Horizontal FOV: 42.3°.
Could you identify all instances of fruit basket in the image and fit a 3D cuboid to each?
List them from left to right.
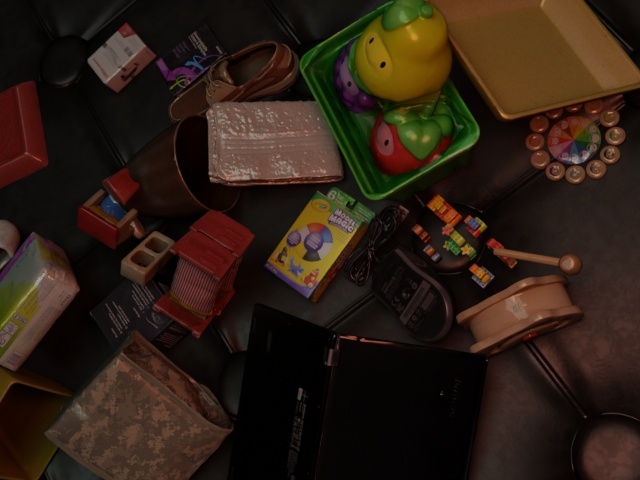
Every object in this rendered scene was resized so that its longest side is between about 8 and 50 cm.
[{"bbox_3d":[0.131,-0.289,1.555,0.283,0.392,0.392,-30,66,10],"label":"fruit basket"}]

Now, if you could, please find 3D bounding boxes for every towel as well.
[{"bbox_3d":[-0.097,-0.208,1.739,0.282,0.049,0.187,-3,72,-5],"label":"towel"}]

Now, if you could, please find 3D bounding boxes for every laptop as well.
[{"bbox_3d":[0.050,0.347,1.533,0.408,0.236,0.382,14,96,52],"label":"laptop"}]

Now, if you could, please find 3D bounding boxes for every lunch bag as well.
[{"bbox_3d":[-0.346,0.363,1.642,0.287,0.169,0.235,42,97,-9],"label":"lunch bag"}]

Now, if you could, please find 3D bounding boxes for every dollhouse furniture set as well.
[{"bbox_3d":[-0.337,0.004,1.666,0.374,0.201,0.152,30,44,8],"label":"dollhouse furniture set"}]

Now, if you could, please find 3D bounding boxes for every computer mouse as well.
[{"bbox_3d":[0.173,0.079,1.579,0.272,0.072,0.188,51,120,32],"label":"computer mouse"}]

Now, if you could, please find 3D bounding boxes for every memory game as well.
[{"bbox_3d":[0.486,-0.196,1.585,0.186,0.012,0.186,-6,73,19],"label":"memory game"}]

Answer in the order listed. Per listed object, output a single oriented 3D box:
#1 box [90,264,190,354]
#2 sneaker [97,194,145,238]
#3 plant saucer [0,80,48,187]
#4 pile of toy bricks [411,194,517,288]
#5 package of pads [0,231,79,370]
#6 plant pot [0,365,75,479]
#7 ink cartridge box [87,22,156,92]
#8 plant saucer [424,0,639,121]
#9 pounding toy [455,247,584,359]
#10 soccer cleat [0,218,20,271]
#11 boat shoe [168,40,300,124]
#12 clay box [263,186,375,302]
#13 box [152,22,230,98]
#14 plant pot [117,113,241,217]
[{"bbox_3d":[-0.376,0.166,1.762,0.158,0.093,0.156,-42,64,4],"label":"box"},{"bbox_3d":[-0.461,-0.037,1.873,0.084,0.058,0.152,-40,60,-1],"label":"sneaker"},{"bbox_3d":[-0.821,-0.257,2.086,0.258,0.048,0.259,-22,69,14],"label":"plant saucer"},{"bbox_3d":[0.258,-0.001,1.562,0.118,0.105,0.212,-47,64,3],"label":"pile of toy bricks"},{"bbox_3d":[-0.636,0.122,1.801,0.229,0.101,0.296,-52,29,0],"label":"package of pads"},{"bbox_3d":[-0.676,0.364,1.766,0.187,0.212,0.212,30,86,36],"label":"plant pot"},{"bbox_3d":[-0.481,-0.441,2.004,0.135,0.056,0.099,-42,64,4],"label":"ink cartridge box"},{"bbox_3d":[0.387,-0.358,1.565,0.333,0.081,0.333,-16,62,-21],"label":"plant saucer"},{"bbox_3d":[0.361,0.096,1.482,0.269,0.154,0.155,-34,64,30],"label":"pounding toy"},{"bbox_3d":[-0.848,0.073,1.941,0.331,0.116,0.143,-37,37,6],"label":"soccer cleat"},{"bbox_3d":[-0.207,-0.354,1.839,0.324,0.116,0.123,-27,66,11],"label":"boat shoe"},{"bbox_3d":[0.000,0.000,1.690,0.127,0.053,0.222,34,89,25],"label":"clay box"},{"bbox_3d":[-0.303,-0.421,1.946,0.162,0.029,0.116,-37,65,6],"label":"box"},{"bbox_3d":[-0.327,-0.135,1.790,0.230,0.215,0.215,-16,69,30],"label":"plant pot"}]
